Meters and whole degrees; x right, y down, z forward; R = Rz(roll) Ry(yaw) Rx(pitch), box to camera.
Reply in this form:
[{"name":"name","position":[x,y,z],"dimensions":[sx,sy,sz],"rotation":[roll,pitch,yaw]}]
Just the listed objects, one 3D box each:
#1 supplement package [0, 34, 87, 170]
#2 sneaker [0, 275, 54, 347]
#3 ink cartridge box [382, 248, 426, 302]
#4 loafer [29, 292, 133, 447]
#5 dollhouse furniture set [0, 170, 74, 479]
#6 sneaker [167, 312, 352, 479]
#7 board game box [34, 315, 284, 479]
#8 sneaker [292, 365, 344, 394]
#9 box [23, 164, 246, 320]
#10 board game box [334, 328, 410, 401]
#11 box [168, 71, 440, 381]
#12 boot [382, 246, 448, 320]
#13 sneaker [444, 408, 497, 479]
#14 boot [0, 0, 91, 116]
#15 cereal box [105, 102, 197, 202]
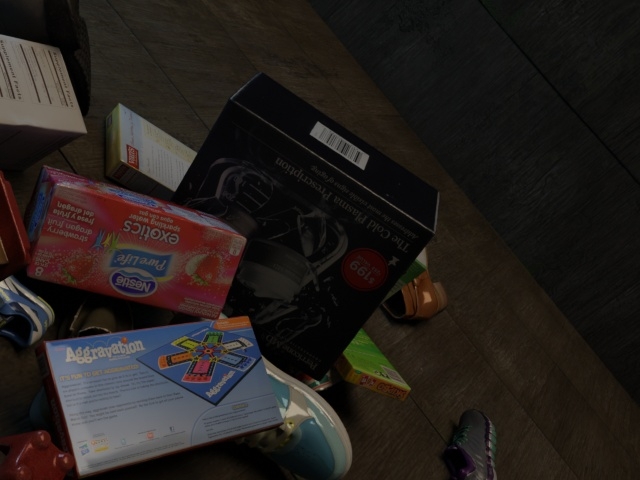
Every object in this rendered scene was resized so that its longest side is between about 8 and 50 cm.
[{"name":"supplement package","position":[-0.447,-0.178,1.057],"dimensions":[0.244,0.139,0.134],"rotation":[-5,74,-64]},{"name":"sneaker","position":[-0.372,0.068,0.941],"dimensions":[0.144,0.053,0.059],"rotation":[39,26,-20]},{"name":"ink cartridge box","position":[0.067,0.048,1.564],"dimensions":[0.160,0.219,0.093],"rotation":[39,27,-21]},{"name":"loafer","position":[-0.263,0.136,0.983],"dimensions":[0.094,0.087,0.251],"rotation":[39,24,-23]},{"name":"dollhouse furniture set","position":[-0.373,0.123,0.783],"dimensions":[0.201,0.152,0.374],"rotation":[-6,75,-64]},{"name":"sneaker","position":[-0.108,0.237,1.067],"dimensions":[0.319,0.127,0.208],"rotation":[39,20,2]},{"name":"board game box","position":[-0.171,0.168,0.929],"dimensions":[0.281,0.027,0.145],"rotation":[-2,67,-47]},{"name":"sneaker","position":[0.006,0.214,1.391],"dimensions":[0.075,0.057,0.161],"rotation":[59,27,11]},{"name":"box","position":[-0.244,0.005,1.062],"dimensions":[0.256,0.123,0.128],"rotation":[17,6,-29]},{"name":"board game box","position":[0.052,0.186,1.443],"dimensions":[0.124,0.039,0.259],"rotation":[25,14,-27]},{"name":"box","position":[-0.047,-0.019,1.257],"dimensions":[0.343,0.313,0.179],"rotation":[33,26,-4]},{"name":"boot","position":[0.166,0.064,1.897],"dimensions":[0.220,0.109,0.284],"rotation":[-2,61,-57]},{"name":"sneaker","position":[0.281,0.392,1.584],"dimensions":[0.098,0.083,0.224],"rotation":[36,26,-18]},{"name":"boot","position":[-0.462,-0.289,1.224],"dimensions":[0.222,0.338,0.118],"rotation":[-4,70,-10]},{"name":"cereal box","position":[-0.266,-0.121,1.445],"dimensions":[0.240,0.047,0.173],"rotation":[32,27,-34]}]
